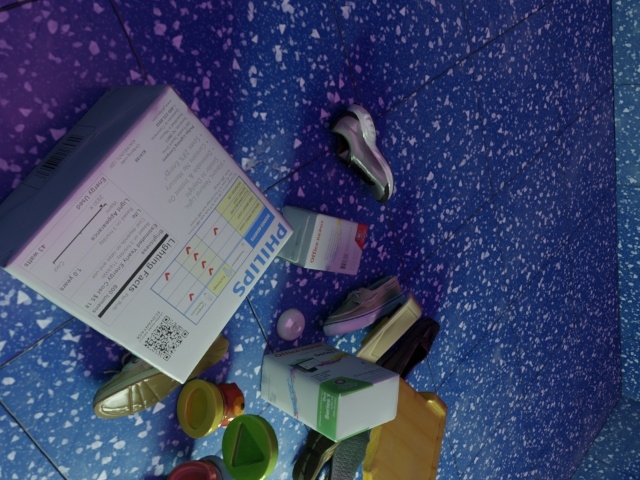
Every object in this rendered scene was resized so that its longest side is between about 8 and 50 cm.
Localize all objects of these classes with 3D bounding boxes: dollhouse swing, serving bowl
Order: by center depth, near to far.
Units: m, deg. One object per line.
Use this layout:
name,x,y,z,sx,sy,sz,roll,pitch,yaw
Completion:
serving bowl,-0.069,0.213,1.349,0.083,0.027,0.084,-12,108,-40
dollhouse swing,0.163,0.569,1.489,0.304,0.315,0.347,34,58,-25

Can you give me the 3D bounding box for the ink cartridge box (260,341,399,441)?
ink cartridge box,0.017,0.348,1.294,0.201,0.278,0.117,-4,100,-42

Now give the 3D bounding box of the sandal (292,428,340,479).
sandal,0.005,0.572,1.474,0.219,0.089,0.060,-59,142,-15

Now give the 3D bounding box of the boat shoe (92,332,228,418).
boat shoe,-0.327,0.256,1.095,0.285,0.089,0.105,-24,143,-33

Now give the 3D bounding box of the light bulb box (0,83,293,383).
light bulb box,-0.302,-0.012,0.938,0.358,0.225,0.361,-55,132,-18

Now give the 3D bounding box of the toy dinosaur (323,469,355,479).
toy dinosaur,0.053,0.644,1.552,0.112,0.064,0.212,40,73,-40

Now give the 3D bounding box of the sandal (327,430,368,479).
sandal,0.060,0.633,1.510,0.097,0.054,0.255,25,74,-14

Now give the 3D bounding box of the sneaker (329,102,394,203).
sneaker,0.101,-0.204,1.360,0.108,0.100,0.272,-36,121,-14

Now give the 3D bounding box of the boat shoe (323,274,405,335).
boat shoe,0.114,0.176,1.474,0.302,0.109,0.094,-19,91,-43

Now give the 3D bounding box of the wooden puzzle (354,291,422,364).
wooden puzzle,0.190,0.255,1.517,0.239,0.044,0.221,-50,156,-1

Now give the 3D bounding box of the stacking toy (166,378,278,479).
stacking toy,-0.182,0.467,1.143,0.130,0.279,0.309,15,85,-55

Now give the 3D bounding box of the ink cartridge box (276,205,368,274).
ink cartridge box,0.000,0.000,1.286,0.176,0.127,0.128,13,93,-44

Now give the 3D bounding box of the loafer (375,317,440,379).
loafer,0.288,0.354,1.668,0.302,0.095,0.109,-35,123,-31
